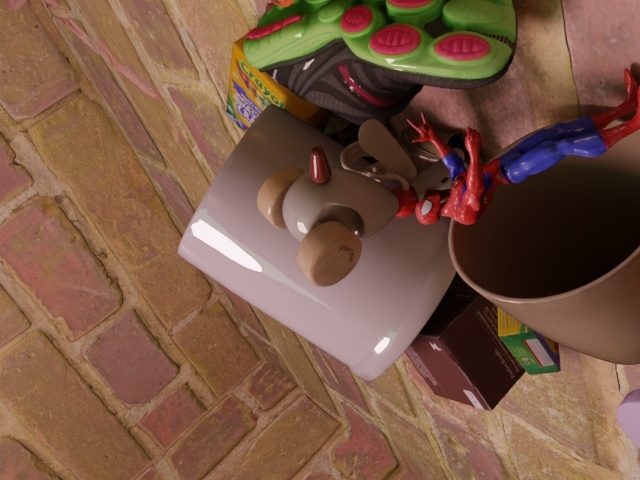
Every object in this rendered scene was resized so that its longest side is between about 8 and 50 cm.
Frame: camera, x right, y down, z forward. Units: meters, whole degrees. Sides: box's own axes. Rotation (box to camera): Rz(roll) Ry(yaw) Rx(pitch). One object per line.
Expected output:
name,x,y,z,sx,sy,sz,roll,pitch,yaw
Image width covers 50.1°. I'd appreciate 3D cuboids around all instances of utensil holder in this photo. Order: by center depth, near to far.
utensil holder,0.000,0.000,1.162,0.385,0.328,0.327,32,160,-5

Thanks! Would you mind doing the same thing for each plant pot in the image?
plant pot,0.338,0.036,0.842,0.274,0.257,0.256,44,166,-34

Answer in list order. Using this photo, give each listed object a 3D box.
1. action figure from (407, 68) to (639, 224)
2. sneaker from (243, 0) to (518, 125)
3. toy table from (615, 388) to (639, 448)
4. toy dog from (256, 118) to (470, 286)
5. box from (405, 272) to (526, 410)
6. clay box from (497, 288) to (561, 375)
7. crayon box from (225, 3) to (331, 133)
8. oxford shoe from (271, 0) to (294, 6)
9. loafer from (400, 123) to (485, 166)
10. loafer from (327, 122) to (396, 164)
action figure,0.208,-0.117,0.765,0.139,0.280,0.091,49,-155,-17
sneaker,0.087,-0.265,0.938,0.202,0.185,0.482,37,171,-36
toy table,0.537,0.226,0.842,0.274,0.161,0.252,34,155,34
toy dog,0.071,-0.082,0.908,0.220,0.333,0.161,31,136,21
box,0.270,0.159,1.210,0.169,0.203,0.167,55,160,-14
clay box,0.304,0.069,1.007,0.053,0.222,0.127,-14,138,30
crayon box,-0.084,-0.275,1.336,0.203,0.083,0.323,46,159,7
oxford shoe,-0.009,-0.428,0.834,0.130,0.133,0.364,43,156,1
loafer,0.191,-0.145,1.051,0.148,0.056,0.050,29,153,21
loafer,0.046,-0.158,1.274,0.096,0.084,0.267,55,159,-12
